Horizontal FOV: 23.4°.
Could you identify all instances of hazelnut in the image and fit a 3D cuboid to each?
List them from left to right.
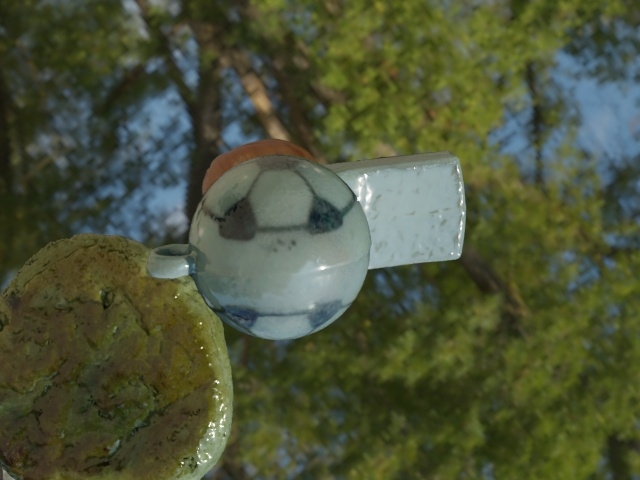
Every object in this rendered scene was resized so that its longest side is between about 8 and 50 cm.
[{"bbox_3d":[-0.079,-0.057,2.127,0.182,0.182,0.182,-29,-152,17],"label":"hazelnut"}]

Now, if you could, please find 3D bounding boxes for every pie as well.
[{"bbox_3d":[-0.210,0.130,1.504,0.277,0.277,0.078,-30,177,16],"label":"pie"}]

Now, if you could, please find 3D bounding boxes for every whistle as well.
[{"bbox_3d":[0.000,0.000,1.267,0.289,0.163,0.163,-8,-157,-14],"label":"whistle"}]

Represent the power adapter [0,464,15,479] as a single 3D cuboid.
[{"bbox_3d":[-0.348,0.221,1.650,0.125,0.130,0.205,-19,-146,-7],"label":"power adapter"}]
